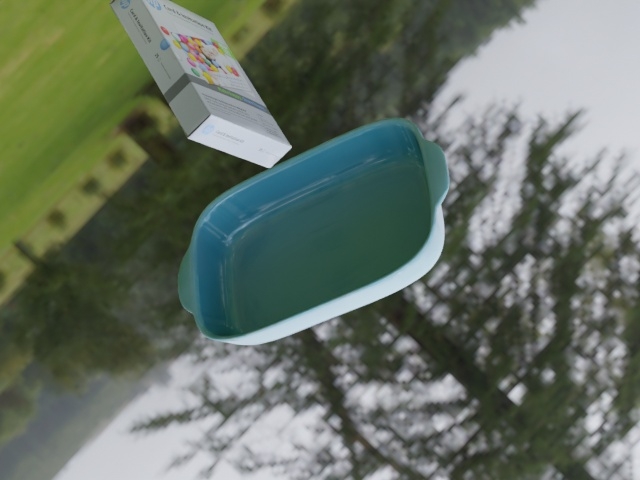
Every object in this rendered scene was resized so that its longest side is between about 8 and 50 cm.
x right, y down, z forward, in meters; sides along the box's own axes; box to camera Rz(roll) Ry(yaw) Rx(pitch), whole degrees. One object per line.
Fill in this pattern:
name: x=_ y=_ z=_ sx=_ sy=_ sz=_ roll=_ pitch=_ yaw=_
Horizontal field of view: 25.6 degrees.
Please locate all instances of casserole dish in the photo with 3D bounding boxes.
casserole dish: x=0.000 y=0.000 z=0.843 sx=0.188 sy=0.037 sz=0.114 roll=-24 pitch=-129 yaw=23

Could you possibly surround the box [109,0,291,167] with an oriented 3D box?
box: x=-0.121 y=-0.167 z=1.431 sx=0.038 sy=0.186 sz=0.145 roll=-42 pitch=151 yaw=18
